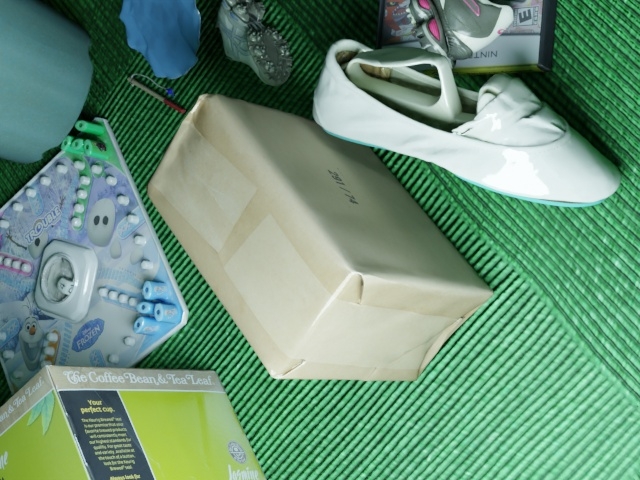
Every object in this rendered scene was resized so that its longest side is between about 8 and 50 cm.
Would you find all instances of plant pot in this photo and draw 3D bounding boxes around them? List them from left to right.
[{"bbox_3d":[-0.559,-0.287,1.897,0.341,0.334,0.341,-19,61,38],"label":"plant pot"}]

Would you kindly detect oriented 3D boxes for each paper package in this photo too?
[{"bbox_3d":[0.000,0.000,1.494,0.168,0.309,0.325,-52,56,22],"label":"paper package"}]

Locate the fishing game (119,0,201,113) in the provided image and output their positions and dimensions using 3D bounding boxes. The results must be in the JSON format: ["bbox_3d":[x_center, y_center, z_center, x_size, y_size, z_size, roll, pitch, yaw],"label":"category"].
[{"bbox_3d":[-0.236,-0.335,1.838,0.189,0.041,0.264,31,128,33],"label":"fishing game"}]

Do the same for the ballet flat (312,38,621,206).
[{"bbox_3d":[0.165,-0.150,1.454,0.400,0.139,0.139,19,96,24],"label":"ballet flat"}]

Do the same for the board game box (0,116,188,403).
[{"bbox_3d":[-0.418,0.062,1.951,0.390,0.050,0.390,-38,64,26],"label":"board game box"}]

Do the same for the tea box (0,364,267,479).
[{"bbox_3d":[-0.250,0.354,1.618,0.220,0.329,0.323,-40,62,26],"label":"tea box"}]

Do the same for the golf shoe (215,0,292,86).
[{"bbox_3d":[-0.100,-0.279,1.769,0.086,0.069,0.176,-53,53,42],"label":"golf shoe"}]

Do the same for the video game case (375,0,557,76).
[{"bbox_3d":[0.189,-0.349,1.573,0.248,0.035,0.275,3,86,36],"label":"video game case"}]

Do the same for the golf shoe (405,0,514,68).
[{"bbox_3d":[0.146,-0.349,1.537,0.120,0.105,0.273,-25,73,13],"label":"golf shoe"}]
